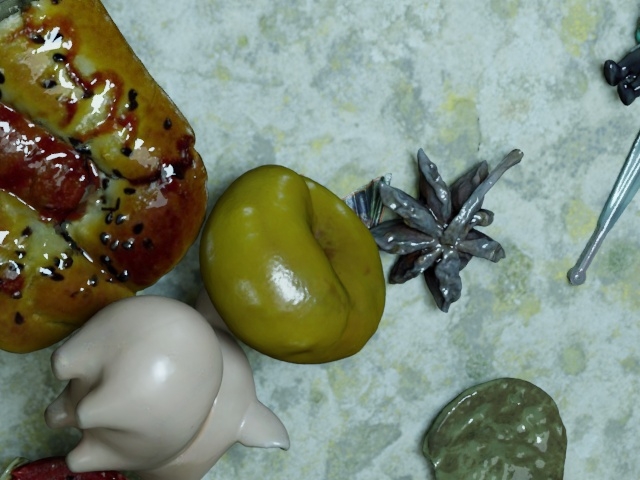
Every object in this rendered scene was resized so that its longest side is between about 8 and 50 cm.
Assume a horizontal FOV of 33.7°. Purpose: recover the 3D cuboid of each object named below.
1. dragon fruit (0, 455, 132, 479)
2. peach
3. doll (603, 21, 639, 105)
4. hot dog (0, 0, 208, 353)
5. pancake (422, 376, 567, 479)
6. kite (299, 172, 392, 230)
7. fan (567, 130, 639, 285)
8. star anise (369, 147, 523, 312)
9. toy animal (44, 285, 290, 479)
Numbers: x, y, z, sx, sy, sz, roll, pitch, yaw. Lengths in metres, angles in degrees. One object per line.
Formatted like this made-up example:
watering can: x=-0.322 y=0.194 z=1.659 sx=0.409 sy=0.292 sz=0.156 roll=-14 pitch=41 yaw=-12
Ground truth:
dragon fruit: x=-0.311 y=0.372 z=1.348 sx=0.316 sy=0.152 sz=0.205 roll=2 pitch=85 yaw=3
peach: x=-0.030 y=0.028 z=1.253 sx=0.153 sy=0.251 sz=0.251 roll=-23 pitch=110 yaw=35
doll: x=0.496 y=-0.259 z=1.317 sx=0.195 sy=0.153 sz=0.258 roll=35 pitch=82 yaw=20
hot dog: x=-0.323 y=-0.067 z=1.211 sx=0.367 sy=0.196 sz=0.365 roll=-35 pitch=110 yaw=2
pancake: x=0.243 y=0.301 z=1.470 sx=0.222 sy=0.042 sz=0.236 roll=-37 pitch=110 yaw=-5
kite: x=0.000 y=0.000 z=1.370 sx=0.241 sy=0.014 sz=0.183 roll=-25 pitch=105 yaw=-2
fan: x=0.412 y=-0.063 z=1.422 sx=0.057 sy=0.023 sz=0.282 roll=23 pitch=99 yaw=-23
star anise: x=0.164 y=-0.024 z=1.353 sx=0.209 sy=0.089 sz=0.231 roll=15 pitch=112 yaw=-21
toy animal: x=-0.185 y=0.170 z=1.235 sx=0.269 sy=0.326 sz=0.237 roll=-16 pitch=69 yaw=-25
